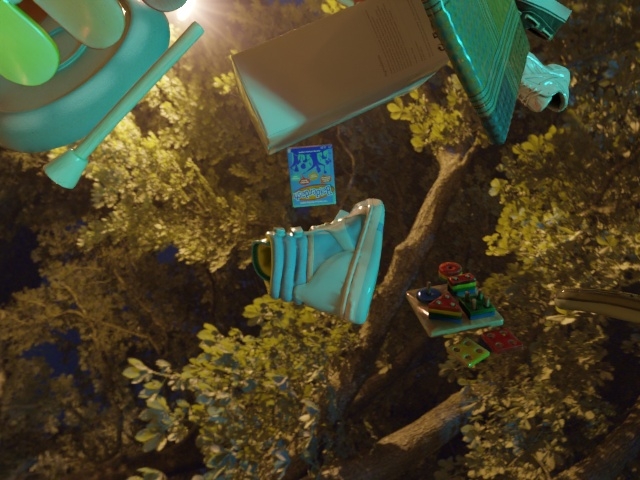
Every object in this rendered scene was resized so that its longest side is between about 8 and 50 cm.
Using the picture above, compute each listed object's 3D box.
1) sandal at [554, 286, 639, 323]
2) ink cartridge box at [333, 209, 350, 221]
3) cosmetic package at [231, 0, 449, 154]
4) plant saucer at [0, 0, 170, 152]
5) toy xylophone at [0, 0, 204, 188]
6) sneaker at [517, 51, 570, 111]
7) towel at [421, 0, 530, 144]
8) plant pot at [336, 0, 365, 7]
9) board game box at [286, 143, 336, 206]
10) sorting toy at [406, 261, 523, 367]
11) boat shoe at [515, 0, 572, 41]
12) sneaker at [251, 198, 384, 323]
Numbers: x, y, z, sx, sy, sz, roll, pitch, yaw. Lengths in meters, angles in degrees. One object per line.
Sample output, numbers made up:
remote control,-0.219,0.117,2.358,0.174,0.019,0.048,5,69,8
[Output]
sandal,0.461,0.122,0.511,0.302,0.120,0.086,9,-90,57
ink cartridge box,0.056,0.037,1.144,0.092,0.219,0.160,28,-108,11
cosmetic package,0.033,-0.313,0.764,0.197,0.365,0.155,-164,-130,-80
plant saucer,-0.377,-0.271,0.595,0.317,0.044,0.318,-7,-118,13
toy xylophone,-0.212,-0.156,0.256,0.323,0.236,0.081,-46,-139,12
sneaker,0.481,-0.354,0.920,0.090,0.232,0.115,123,-29,-64
towel,0.189,-0.348,0.534,0.040,0.370,0.271,-7,-136,44
plant pot,0.099,-0.665,0.863,0.274,0.275,0.243,-15,-119,41
board game box,-0.031,-0.230,1.433,0.047,0.160,0.210,-95,179,-70
sorting toy,0.240,0.112,0.726,0.274,0.132,0.046,-106,-172,-64
boat shoe,0.376,-0.426,0.748,0.070,0.219,0.078,-67,-147,34
sneaker,0.000,0.000,0.702,0.208,0.319,0.127,10,-61,6
